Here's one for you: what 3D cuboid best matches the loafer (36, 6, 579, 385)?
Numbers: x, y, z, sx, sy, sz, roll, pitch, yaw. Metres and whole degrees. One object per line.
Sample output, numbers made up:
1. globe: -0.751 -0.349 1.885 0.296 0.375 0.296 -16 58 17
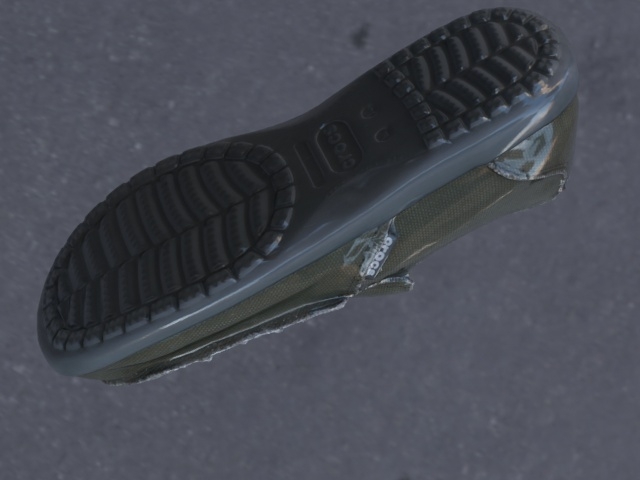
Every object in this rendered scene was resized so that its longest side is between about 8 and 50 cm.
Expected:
1. loafer: 0.000 0.000 0.618 0.251 0.094 0.087 -25 133 10
